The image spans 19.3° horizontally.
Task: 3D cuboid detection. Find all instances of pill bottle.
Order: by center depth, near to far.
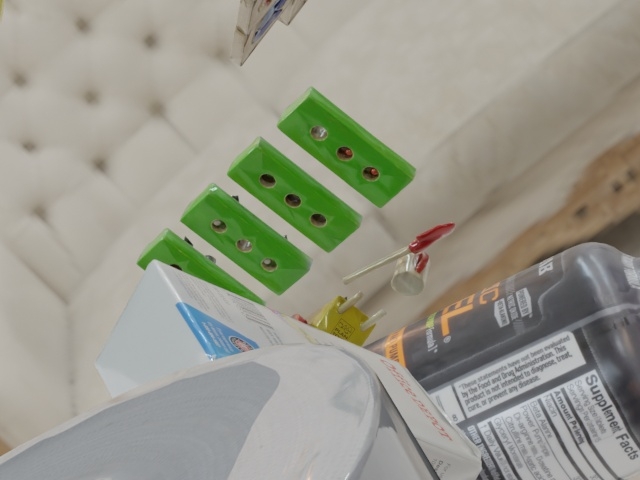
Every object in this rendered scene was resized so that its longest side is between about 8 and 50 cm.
[{"bbox_3d":[0.121,0.084,1.044,0.246,0.130,0.130,-26,31,14],"label":"pill bottle"}]

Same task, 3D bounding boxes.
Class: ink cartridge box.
[{"bbox_3d":[-0.012,0.065,0.707,0.052,0.122,0.088,-61,28,11],"label":"ink cartridge box"}]

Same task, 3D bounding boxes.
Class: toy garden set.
[{"bbox_3d":[0.000,0.000,1.546,0.244,0.204,0.049,-41,18,36],"label":"toy garden set"}]

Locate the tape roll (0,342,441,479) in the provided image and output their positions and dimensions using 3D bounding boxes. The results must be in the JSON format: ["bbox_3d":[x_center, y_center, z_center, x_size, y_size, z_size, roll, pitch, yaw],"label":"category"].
[{"bbox_3d":[-0.065,0.110,0.370,0.219,0.072,0.219,-30,11,6],"label":"tape roll"}]

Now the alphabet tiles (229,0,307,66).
[{"bbox_3d":[0.027,-0.170,0.745,0.198,0.009,0.237,-54,-2,-14],"label":"alphabet tiles"}]

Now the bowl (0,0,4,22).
[{"bbox_3d":[-0.286,-0.078,0.963,0.289,0.156,0.289,-12,9,2],"label":"bowl"}]
